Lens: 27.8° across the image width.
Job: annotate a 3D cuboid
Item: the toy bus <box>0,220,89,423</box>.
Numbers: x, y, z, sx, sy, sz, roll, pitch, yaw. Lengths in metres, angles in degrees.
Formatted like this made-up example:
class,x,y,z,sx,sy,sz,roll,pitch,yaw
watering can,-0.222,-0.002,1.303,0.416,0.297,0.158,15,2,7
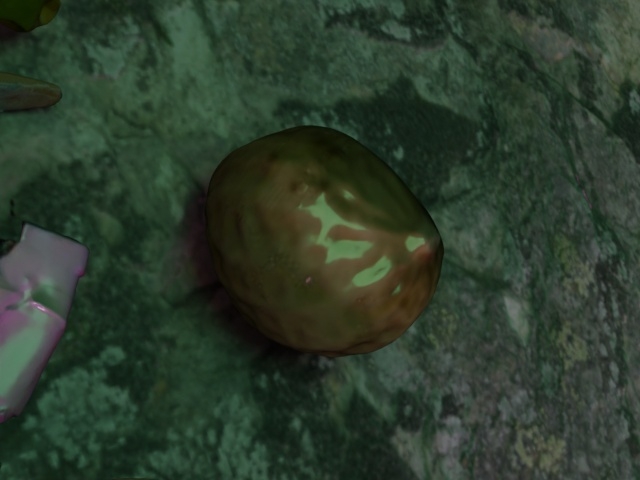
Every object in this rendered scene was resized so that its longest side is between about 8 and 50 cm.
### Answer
class,x,y,z,sx,sy,sz,roll,pitch,yaw
toy bus,-0.248,0.005,0.599,0.274,0.090,0.112,25,64,-33

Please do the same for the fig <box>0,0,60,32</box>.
class,x,y,z,sx,sy,sz,roll,pitch,yaw
fig,-0.226,-0.195,0.662,0.275,0.206,0.206,31,51,-55

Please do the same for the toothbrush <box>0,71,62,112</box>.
class,x,y,z,sx,sy,sz,roll,pitch,yaw
toothbrush,-0.292,-0.088,0.640,0.375,0.028,0.037,2,51,-42

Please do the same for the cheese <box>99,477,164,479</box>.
class,x,y,z,sx,sy,sz,roll,pitch,yaw
cheese,-0.093,0.248,0.613,0.233,0.127,0.266,-20,84,-42

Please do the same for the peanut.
class,x,y,z,sx,sy,sz,roll,pitch,yaw
peanut,0.000,0.000,0.816,0.159,0.109,0.141,37,39,-9
